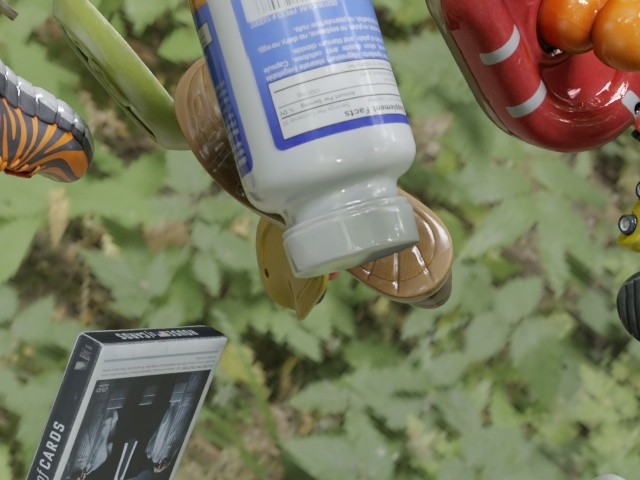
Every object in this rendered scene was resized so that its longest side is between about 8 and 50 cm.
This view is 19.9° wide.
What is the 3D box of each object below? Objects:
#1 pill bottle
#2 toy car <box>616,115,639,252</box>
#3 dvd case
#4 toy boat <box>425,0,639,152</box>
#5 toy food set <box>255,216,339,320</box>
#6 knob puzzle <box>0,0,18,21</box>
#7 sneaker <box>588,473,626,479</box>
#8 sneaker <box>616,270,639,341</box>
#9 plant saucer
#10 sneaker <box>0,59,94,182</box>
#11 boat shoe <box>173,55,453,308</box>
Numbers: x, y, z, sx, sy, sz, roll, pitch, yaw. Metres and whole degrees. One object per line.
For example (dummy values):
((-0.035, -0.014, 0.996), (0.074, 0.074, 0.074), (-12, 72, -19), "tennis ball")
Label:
((-0.007, -0.112, 1.543), (0.152, 0.152, 0.272), (-11, 82, -41), "pill bottle")
((0.407, -0.102, 1.898), (0.225, 0.239, 0.053), (-25, 43, -16), "toy car")
((-0.171, 0.182, 1.459), (0.029, 0.239, 0.179), (26, 12, 27), "dvd case")
((0.183, -0.153, 1.269), (0.151, 0.231, 0.151), (26, 72, 39), "toy boat")
((0.000, 0.000, 1.957), (0.071, 0.218, 0.128), (-14, 69, -26), "toy food set")
((-0.347, -0.269, 1.700), (0.213, 0.030, 0.213), (38, -1, 1), "knob puzzle")
((0.261, 0.329, 1.974), (0.083, 0.222, 0.118), (44, 65, 8), "sneaker")
((0.487, 0.047, 1.992), (0.330, 0.122, 0.146), (-4, 27, 7), "sneaker")
((-0.221, -0.183, 1.998), (0.037, 0.241, 0.241), (-41, 72, -7), "plant saucer")
((-0.359, -0.086, 1.919), (0.321, 0.124, 0.180), (39, 57, -56), "sneaker")
((-0.003, -0.051, 1.768), (0.342, 0.123, 0.123), (38, -5, 20), "boat shoe")
